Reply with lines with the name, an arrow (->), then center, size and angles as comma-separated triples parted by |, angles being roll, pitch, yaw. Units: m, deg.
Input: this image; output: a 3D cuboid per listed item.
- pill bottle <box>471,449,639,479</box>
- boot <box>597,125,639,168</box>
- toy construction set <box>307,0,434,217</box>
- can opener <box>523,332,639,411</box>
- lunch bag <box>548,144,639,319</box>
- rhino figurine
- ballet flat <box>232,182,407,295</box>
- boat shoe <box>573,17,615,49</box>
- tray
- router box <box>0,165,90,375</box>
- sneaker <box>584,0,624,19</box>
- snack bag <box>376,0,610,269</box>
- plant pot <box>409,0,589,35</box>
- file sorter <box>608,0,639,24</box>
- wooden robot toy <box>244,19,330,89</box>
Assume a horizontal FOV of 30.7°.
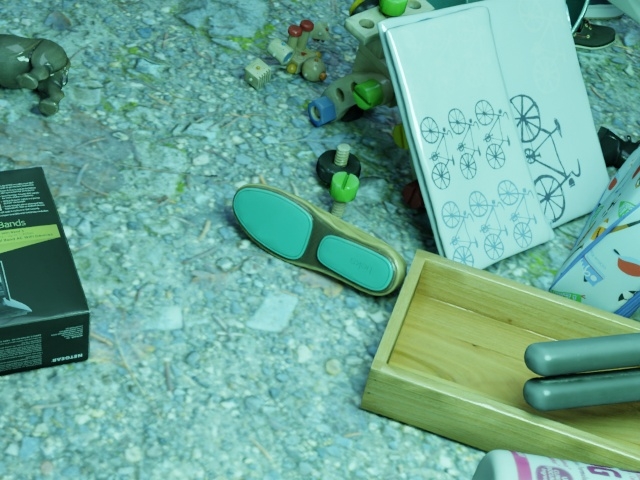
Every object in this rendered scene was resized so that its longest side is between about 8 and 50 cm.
pill bottle -> 0.280, 0.291, 1.066 | 0.283, 0.160, 0.160 | 10, 42, -3
boot -> 0.422, -0.110, 1.628 | 0.099, 0.045, 0.121 | 26, 42, 12
toy construction set -> 0.145, -0.200, 1.518 | 0.309, 0.237, 0.257 | -3, 43, -17
can opener -> 0.338, 0.126, 1.237 | 0.283, 0.076, 0.095 | -4, 12, -16
lunch bag -> 0.400, -0.035, 1.403 | 0.115, 0.243, 0.303 | 38, 47, 4
rhino figurine -> -0.449, -0.240, 1.551 | 0.243, 0.073, 0.106 | 12, 45, 3
ballet flat -> 0.000, 0.000, 1.404 | 0.232, 0.080, 0.073 | 30, 17, 16
boat shoe -> 0.419, -0.337, 1.879 | 0.133, 0.042, 0.049 | 0, 41, -15
tray -> 0.269, 0.160, 1.274 | 0.411, 0.076, 0.203 | 19, 42, 7
router box -> -0.423, 0.042, 1.238 | 0.309, 0.081, 0.243 | -8, 46, -21
sneaker -> 0.392, -0.441, 1.902 | 0.282, 0.153, 0.099 | -6, 44, -19
snack bag -> 0.240, -0.147, 1.465 | 0.342, 0.323, 0.037 | -19, 6, -36
plant pot -> 0.270, -0.376, 1.747 | 0.290, 0.290, 0.195 | 27, 8, 16
file sorter -> 0.470, -0.476, 1.745 | 0.278, 0.193, 0.173 | 40, 84, 13
wooden robot toy -> -0.024, -0.261, 1.676 | 0.079, 0.076, 0.173 | 42, 49, 16
